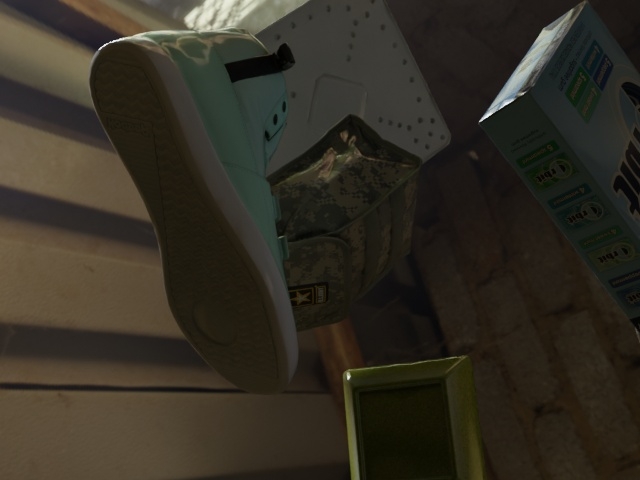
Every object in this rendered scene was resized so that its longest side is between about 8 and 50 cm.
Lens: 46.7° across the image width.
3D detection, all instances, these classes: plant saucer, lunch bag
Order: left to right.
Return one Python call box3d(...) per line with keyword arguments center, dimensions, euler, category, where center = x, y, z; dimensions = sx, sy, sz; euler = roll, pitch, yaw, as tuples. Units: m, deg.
box3d(center=(0.000, 0.000, 1.070), dimensions=(0.169, 0.235, 0.287), euler=(38, -116, 25), category="lunch bag")
box3d(center=(0.115, 0.255, 0.985), dimensions=(0.045, 0.188, 0.188), euler=(29, -127, -62), category="plant saucer")

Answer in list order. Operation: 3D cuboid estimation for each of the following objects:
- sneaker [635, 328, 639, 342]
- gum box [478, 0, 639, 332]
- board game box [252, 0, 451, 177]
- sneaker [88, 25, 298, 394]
box3d(center=(0.575, 0.203, 1.080), dimensions=(0.102, 0.161, 0.282), euler=(-31, -79, -34), category="sneaker")
box3d(center=(0.195, -0.049, 0.488), dimensions=(0.184, 0.041, 0.157), euler=(49, -135, -10), category="gum box")
box3d(center=(0.024, -0.255, 1.429), dimensions=(0.390, 0.050, 0.390), euler=(-37, -69, -17), category="board game box")
box3d(center=(-0.047, -0.029, 0.522), dimensions=(0.151, 0.094, 0.256), euler=(-39, -64, -52), category="sneaker")
